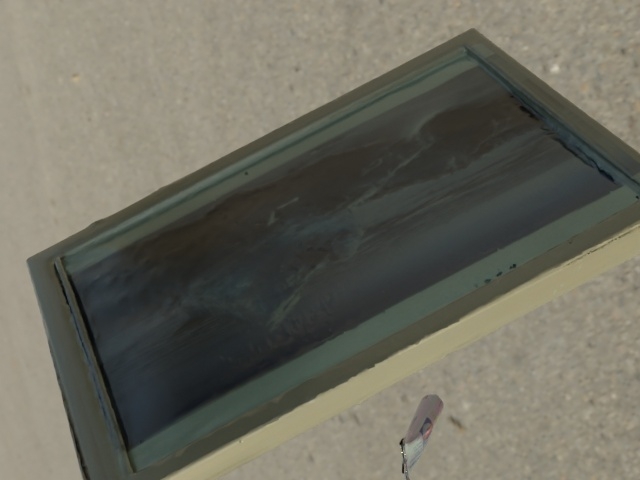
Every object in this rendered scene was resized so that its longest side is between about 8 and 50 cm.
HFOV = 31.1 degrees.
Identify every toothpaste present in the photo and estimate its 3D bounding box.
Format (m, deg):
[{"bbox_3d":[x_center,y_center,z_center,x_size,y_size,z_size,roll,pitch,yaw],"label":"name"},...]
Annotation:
[{"bbox_3d":[0.112,0.211,1.283,0.028,0.170,0.045,2,107,16],"label":"toothpaste"}]

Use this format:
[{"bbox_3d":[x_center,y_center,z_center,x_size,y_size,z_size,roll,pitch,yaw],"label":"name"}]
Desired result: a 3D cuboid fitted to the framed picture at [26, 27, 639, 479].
[{"bbox_3d":[0.000,0.000,0.873,0.326,0.446,0.028,54,170,52],"label":"framed picture"}]
